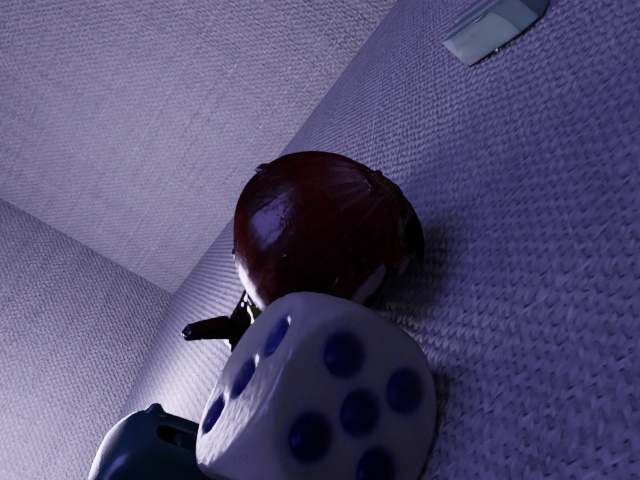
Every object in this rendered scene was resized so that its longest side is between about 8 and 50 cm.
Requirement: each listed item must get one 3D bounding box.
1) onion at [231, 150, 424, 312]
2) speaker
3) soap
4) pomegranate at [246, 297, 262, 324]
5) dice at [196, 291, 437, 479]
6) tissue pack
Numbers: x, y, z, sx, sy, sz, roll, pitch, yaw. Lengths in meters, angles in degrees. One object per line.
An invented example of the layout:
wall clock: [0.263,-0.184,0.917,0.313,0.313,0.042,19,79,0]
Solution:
onion: [0.003,-0.004,1.116,0.341,0.341,0.341,-52,16,22]
speaker: [-0.166,0.174,1.599,0.329,0.198,0.259,-57,-7,30]
soap: [0.364,-0.466,1.370,0.145,0.091,0.230,-59,14,-16]
pomegranate: [-0.050,0.134,1.388,0.209,0.180,0.180,-25,21,7]
dice: [-0.007,0.233,0.886,0.259,0.243,0.251,-26,35,58]
tissue pack: [-0.256,0.429,1.176,0.206,0.287,0.198,-60,16,13]
